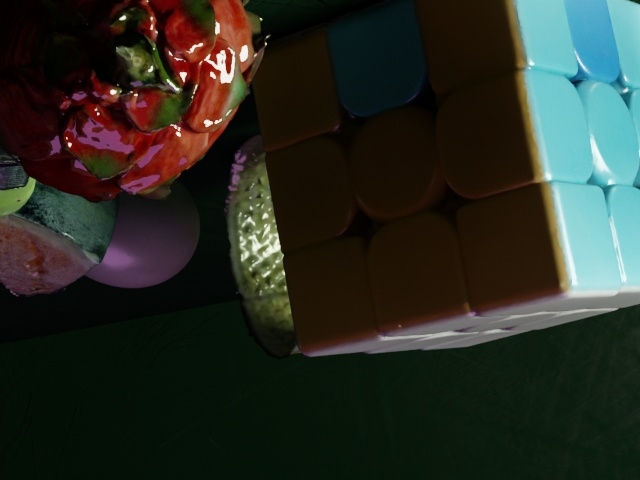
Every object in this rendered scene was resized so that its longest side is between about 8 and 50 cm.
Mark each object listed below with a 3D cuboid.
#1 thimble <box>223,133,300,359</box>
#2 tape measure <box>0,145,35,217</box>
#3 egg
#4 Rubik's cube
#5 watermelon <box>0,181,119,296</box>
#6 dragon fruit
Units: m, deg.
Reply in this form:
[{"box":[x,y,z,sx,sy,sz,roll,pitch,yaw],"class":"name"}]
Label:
[{"box":[0.000,0.000,1.793,0.150,0.271,0.271,-7,172,-22],"class":"thimble"},{"box":[-0.287,-0.092,1.241,0.087,0.154,0.177,-9,178,-34],"class":"tape measure"},{"box":[-0.233,-0.020,1.798,0.151,0.151,0.209,-14,166,32],"class":"egg"},{"box":[0.146,-0.063,1.405,0.291,0.292,0.290,-16,169,36],"class":"Rubik's cube"},{"box":[-0.350,-0.056,1.508,0.321,0.188,0.175,-4,142,18],"class":"watermelon"},{"box":[-0.139,-0.120,1.059,0.193,0.192,0.274,13,179,-3],"class":"dragon fruit"}]
